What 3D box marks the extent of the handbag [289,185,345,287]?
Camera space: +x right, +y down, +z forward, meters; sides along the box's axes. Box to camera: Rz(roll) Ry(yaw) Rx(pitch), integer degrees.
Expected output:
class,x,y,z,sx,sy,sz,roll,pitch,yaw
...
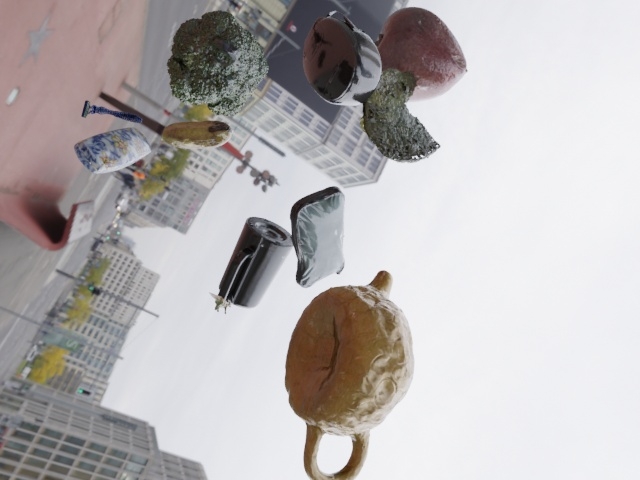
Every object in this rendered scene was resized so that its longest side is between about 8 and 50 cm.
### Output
class,x,y,z,sx,sy,sz,roll,pitch,yaw
handbag,0.000,0.003,1.352,0.191,0.333,0.075,-27,-139,-29

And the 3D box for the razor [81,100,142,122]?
class,x,y,z,sx,sy,sz,roll,pitch,yaw
razor,-0.543,-0.333,1.142,0.028,0.154,0.044,39,-66,30

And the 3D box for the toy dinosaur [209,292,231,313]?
class,x,y,z,sx,sy,sz,roll,pitch,yaw
toy dinosaur,-0.272,0.169,1.168,0.026,0.113,0.041,8,-108,28

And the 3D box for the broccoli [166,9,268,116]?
class,x,y,z,sx,sy,sz,roll,pitch,yaw
broccoli,-0.167,-0.276,0.693,0.162,0.145,0.137,-56,-156,-15

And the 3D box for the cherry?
class,x,y,z,sx,sy,sz,roll,pitch,yaw
cherry,0.273,-0.525,1.260,0.221,0.307,0.262,50,62,-79

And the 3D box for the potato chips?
class,x,y,z,sx,sy,sz,roll,pitch,yaw
potato chips,0.174,-0.273,0.947,0.029,0.201,0.220,-26,-110,62

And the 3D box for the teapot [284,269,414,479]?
class,x,y,z,sx,sy,sz,roll,pitch,yaw
teapot,0.056,0.186,0.625,0.203,0.166,0.312,-18,-125,55

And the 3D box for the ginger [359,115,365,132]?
class,x,y,z,sx,sy,sz,roll,pitch,yaw
ginger,0.232,-0.492,1.518,0.263,0.116,0.109,-57,-176,-7

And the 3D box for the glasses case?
class,x,y,z,sx,sy,sz,roll,pitch,yaw
glasses case,-0.482,-0.216,1.037,0.065,0.087,0.248,-31,-167,15

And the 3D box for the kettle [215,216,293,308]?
class,x,y,z,sx,sy,sz,roll,pitch,yaw
kettle,-0.247,0.102,1.635,0.308,0.203,0.262,-61,-163,18

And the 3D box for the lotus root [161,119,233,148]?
class,x,y,z,sx,sy,sz,roll,pitch,yaw
lotus root,-0.450,-0.388,1.605,0.110,0.258,0.097,-107,-162,-44

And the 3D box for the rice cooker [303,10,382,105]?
class,x,y,z,sx,sy,sz,roll,pitch,yaw
rice cooker,0.041,-0.361,0.878,0.142,0.118,0.203,-50,-129,42
